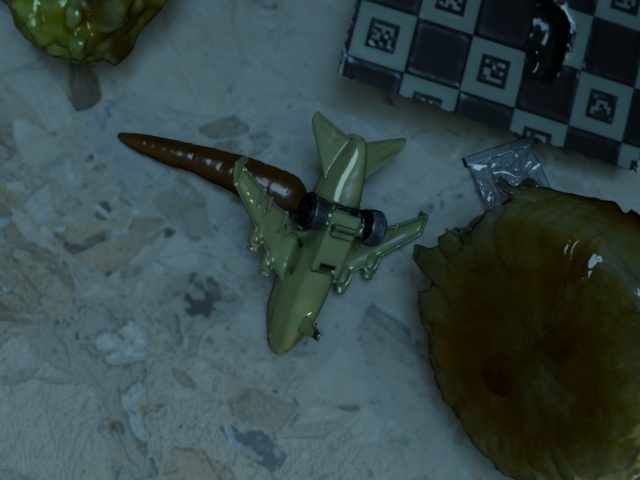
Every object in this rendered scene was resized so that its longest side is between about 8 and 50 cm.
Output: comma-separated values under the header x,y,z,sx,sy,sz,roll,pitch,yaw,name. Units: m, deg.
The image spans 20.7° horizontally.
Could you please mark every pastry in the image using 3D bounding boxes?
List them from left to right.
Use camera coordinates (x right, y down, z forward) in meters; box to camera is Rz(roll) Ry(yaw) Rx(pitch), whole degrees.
x,y,z,sx,sy,sz,roll,pitch,yaw,name
0.243,0.104,1.760,0.136,0.330,0.329,-20,85,-44,pastry

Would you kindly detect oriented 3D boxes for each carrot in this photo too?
x,y,z,sx,sy,sz,roll,pitch,yaw,name
-0.115,-0.079,1.869,0.216,0.048,0.048,20,84,3,carrot

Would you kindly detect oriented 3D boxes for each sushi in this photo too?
x,y,z,sx,sy,sz,roll,pitch,yaw,name
0.212,-0.286,1.888,0.343,0.064,0.359,16,79,-12,sushi

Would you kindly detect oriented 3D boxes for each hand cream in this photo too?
x,y,z,sx,sy,sz,roll,pitch,yaw,name
0.240,0.012,1.877,0.084,0.050,0.257,-22,83,-2,hand cream

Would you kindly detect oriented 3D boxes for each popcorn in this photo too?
x,y,z,sx,sy,sz,roll,pitch,yaw,name
-0.238,-0.277,1.810,0.167,0.185,0.187,34,53,-20,popcorn

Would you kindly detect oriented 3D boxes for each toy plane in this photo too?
x,y,z,sx,sy,sz,roll,pitch,yaw,name
0.000,0.000,1.827,0.242,0.104,0.256,14,93,-33,toy plane
